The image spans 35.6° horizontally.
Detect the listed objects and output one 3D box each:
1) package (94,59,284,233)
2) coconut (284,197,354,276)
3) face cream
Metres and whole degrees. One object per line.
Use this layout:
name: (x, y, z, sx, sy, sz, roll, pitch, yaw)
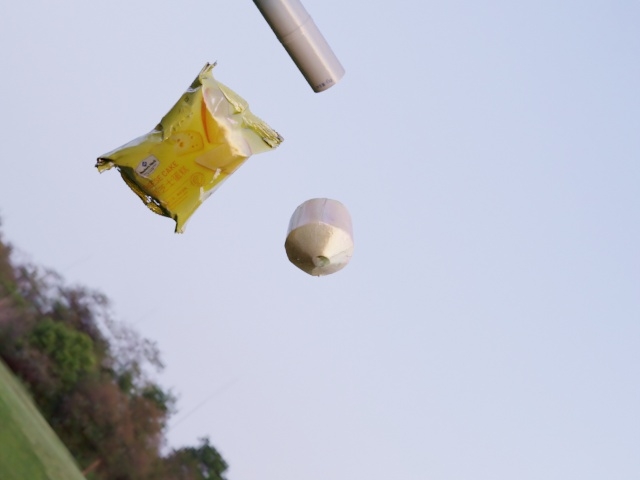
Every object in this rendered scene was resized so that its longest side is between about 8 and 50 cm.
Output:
package: (-0.179, -0.126, 1.385, 0.168, 0.226, 0.090, 44, 5, -22)
coconut: (0.000, 0.000, 1.671, 0.122, 0.116, 0.116, -84, 155, -54)
face cream: (-0.049, -0.398, 1.872, 0.250, 0.077, 0.077, 54, -20, -25)
